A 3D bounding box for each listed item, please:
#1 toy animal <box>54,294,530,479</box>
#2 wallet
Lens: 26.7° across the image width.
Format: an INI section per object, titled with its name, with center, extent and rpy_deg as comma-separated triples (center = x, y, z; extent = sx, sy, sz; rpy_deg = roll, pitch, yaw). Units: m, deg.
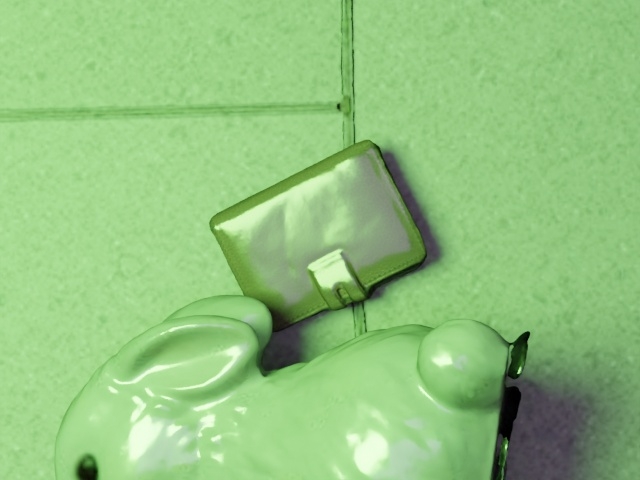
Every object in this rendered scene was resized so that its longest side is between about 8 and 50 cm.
[toy animal]
center = -0.027, 0.146, 1.017
extent = 0.357, 0.194, 0.258
rpy_deg = 7, 114, 9
[wallet]
center = 0.000, 0.000, 1.083
extent = 0.152, 0.039, 0.118
rpy_deg = -24, 90, 6
